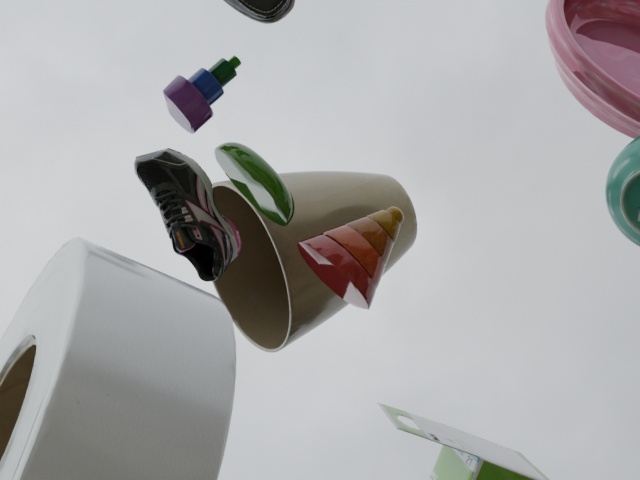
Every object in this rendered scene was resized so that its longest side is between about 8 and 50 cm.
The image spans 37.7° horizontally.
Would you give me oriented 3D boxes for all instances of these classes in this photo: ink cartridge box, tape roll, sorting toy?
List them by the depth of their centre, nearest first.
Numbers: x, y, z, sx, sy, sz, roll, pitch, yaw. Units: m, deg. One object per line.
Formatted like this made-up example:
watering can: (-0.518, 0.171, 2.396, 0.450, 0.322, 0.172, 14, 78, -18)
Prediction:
tape roll: (-0.162, 0.145, 0.574, 0.100, 0.286, 0.286, 26, -66, -23)
sorting toy: (-0.028, -0.085, 1.152, 0.126, 0.127, 0.365, -44, -86, -12)
ink cartridge box: (0.202, 0.348, 1.432, 0.255, 0.189, 0.097, 21, -89, -6)

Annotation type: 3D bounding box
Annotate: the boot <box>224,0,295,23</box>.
boot: (-0.131, -0.352, 1.058, 0.085, 0.178, 0.236, -40, -93, 9)

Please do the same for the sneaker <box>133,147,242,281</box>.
sneaker: (-0.154, -0.026, 1.093, 0.072, 0.077, 0.178, -23, -60, 28)

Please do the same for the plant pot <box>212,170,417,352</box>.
plant pot: (0.000, 0.000, 1.401, 0.274, 0.256, 0.256, -20, -54, -29)

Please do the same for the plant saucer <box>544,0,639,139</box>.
plant saucer: (0.453, -0.240, 1.284, 0.332, 0.332, 0.084, 9, -42, -13)

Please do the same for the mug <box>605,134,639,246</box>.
mug: (0.363, -0.057, 0.936, 0.129, 0.097, 0.158, 54, -47, 7)
